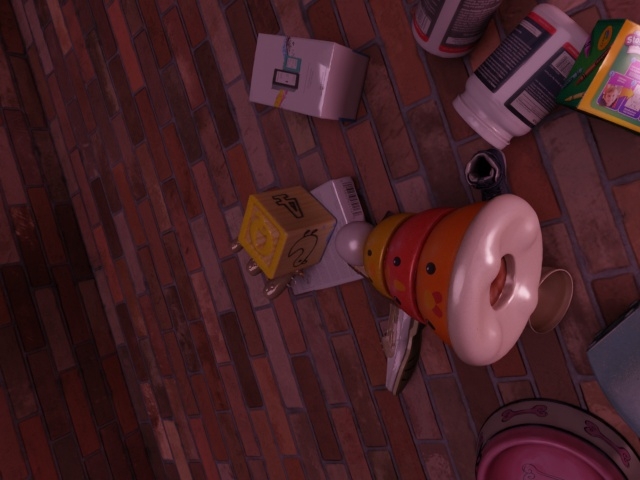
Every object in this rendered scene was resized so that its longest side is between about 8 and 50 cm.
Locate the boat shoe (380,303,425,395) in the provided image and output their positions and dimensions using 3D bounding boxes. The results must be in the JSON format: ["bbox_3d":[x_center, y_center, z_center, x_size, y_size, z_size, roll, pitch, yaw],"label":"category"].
[{"bbox_3d":[0.237,0.304,1.333,0.103,0.113,0.302,17,97,31],"label":"boat shoe"}]

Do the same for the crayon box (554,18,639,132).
[{"bbox_3d":[0.636,-0.302,0.882,0.278,0.081,0.165,16,112,-12],"label":"crayon box"}]

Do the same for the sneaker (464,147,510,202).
[{"bbox_3d":[0.419,-0.114,1.103,0.086,0.163,0.226,-11,94,33],"label":"sneaker"}]

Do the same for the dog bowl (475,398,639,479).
[{"bbox_3d":[0.585,0.624,1.130,0.408,0.150,0.407,6,101,32],"label":"dog bowl"}]

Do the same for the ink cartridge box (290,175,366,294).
[{"bbox_3d":[0.000,0.000,1.468,0.385,0.091,0.308,-22,86,51],"label":"ink cartridge box"}]

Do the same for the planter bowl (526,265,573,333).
[{"bbox_3d":[0.517,0.130,1.098,0.109,0.162,0.162,28,116,55],"label":"planter bowl"}]

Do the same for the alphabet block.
[{"bbox_3d":[-0.104,-0.030,1.352,0.193,0.197,0.192,45,133,29],"label":"alphabet block"}]

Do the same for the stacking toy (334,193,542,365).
[{"bbox_3d":[0.219,0.051,1.037,0.480,0.351,0.350,13,106,45],"label":"stacking toy"}]

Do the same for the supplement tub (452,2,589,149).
[{"bbox_3d":[0.458,-0.362,1.015,0.272,0.191,0.191,-46,73,30],"label":"supplement tub"}]

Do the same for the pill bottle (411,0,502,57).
[{"bbox_3d":[0.326,-0.575,0.979,0.176,0.176,0.318,56,165,13],"label":"pill bottle"}]

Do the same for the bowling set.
[{"bbox_3d":[-0.157,0.073,1.530,0.154,0.200,0.287,-42,67,3],"label":"bowling set"}]

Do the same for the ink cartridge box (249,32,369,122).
[{"bbox_3d":[-0.037,-0.475,1.317,0.270,0.198,0.197,22,111,30],"label":"ink cartridge box"}]

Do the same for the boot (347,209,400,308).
[{"bbox_3d":[0.222,0.059,1.265,0.248,0.090,0.207,42,78,4],"label":"boot"}]

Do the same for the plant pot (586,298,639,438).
[{"bbox_3d":[0.718,0.264,0.932,0.252,0.247,0.248,46,120,25],"label":"plant pot"}]
